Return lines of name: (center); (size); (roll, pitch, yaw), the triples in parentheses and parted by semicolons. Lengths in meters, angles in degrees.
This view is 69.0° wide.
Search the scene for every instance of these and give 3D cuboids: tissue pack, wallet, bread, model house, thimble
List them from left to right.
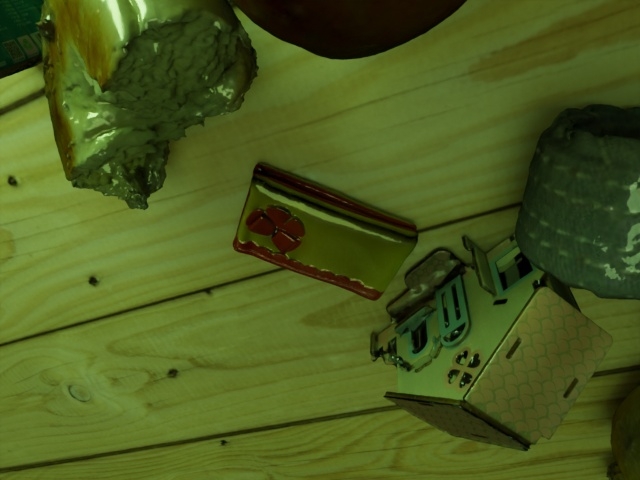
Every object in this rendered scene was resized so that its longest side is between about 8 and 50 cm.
tissue pack: (-0.378, -0.233, 0.498); (0.082, 0.169, 0.119); (-17, 120, 21)
bread: (-0.202, -0.184, 0.504); (0.314, 0.171, 0.192); (-43, 73, 46)
wallet: (0.000, 0.000, 0.658); (0.241, 0.067, 0.141); (20, 125, -6)
model house: (0.197, 0.149, 0.623); (0.169, 0.244, 0.326); (36, 121, -17)
thimble: (0.344, -0.047, 0.498); (0.237, 0.205, 0.172); (6, 122, 5)
bread: (0.554, 0.316, 0.714); (0.171, 0.197, 0.197); (9, 123, -4)

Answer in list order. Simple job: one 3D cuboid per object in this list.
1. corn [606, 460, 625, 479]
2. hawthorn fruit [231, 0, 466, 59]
corn: (0.676, 0.420, 0.815); (0.306, 0.106, 0.106); (-18, 118, 15)
hawthorn fruit: (0.026, -0.272, 0.340); (0.268, 0.300, 0.267); (-3, 120, -5)
